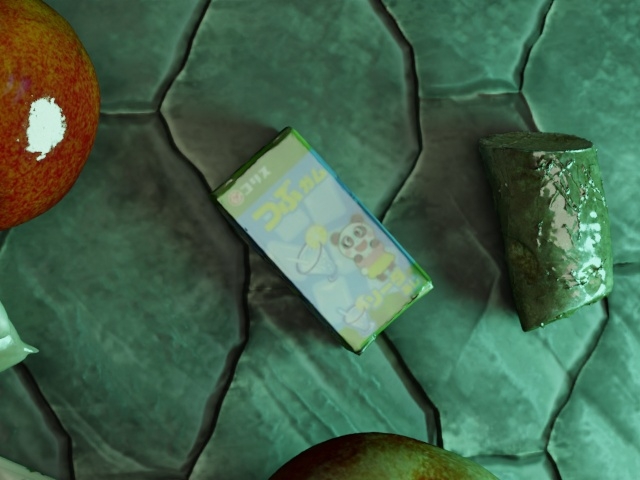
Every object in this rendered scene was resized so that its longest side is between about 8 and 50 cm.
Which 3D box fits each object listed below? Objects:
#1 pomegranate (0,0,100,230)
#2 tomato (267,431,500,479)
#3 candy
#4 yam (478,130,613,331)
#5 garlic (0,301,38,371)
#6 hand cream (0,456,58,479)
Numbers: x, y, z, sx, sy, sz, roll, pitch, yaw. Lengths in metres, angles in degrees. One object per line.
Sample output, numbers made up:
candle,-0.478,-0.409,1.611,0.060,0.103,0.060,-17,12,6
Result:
pomegranate,-0.296,-0.127,1.406,0.221,0.221,0.256,-21,65,-8
tomato,0.050,0.301,1.447,0.270,0.222,0.270,4,68,-9
candy,0.000,0.000,1.521,0.097,0.062,0.194,-42,96,-6
yam,0.210,-0.013,1.535,0.107,0.107,0.183,-10,93,-8
garlic,-0.394,0.024,1.355,0.325,0.279,0.132,47,67,-22
hand cream,-0.210,0.256,1.499,0.234,0.050,0.080,20,87,-3
